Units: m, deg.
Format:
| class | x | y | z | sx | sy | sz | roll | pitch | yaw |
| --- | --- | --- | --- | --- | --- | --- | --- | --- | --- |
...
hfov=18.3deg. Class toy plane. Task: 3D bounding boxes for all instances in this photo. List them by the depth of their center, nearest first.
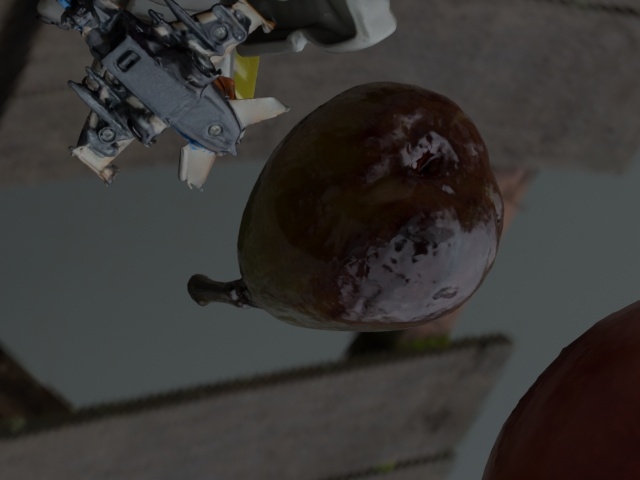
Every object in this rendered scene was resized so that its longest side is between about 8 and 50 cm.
| class | x | y | z | sx | sy | sz | roll | pitch | yaw |
| --- | --- | --- | --- | --- | --- | --- | --- | --- | --- |
| toy plane | -0.104 | -0.102 | 1.080 | 0.135 | 0.062 | 0.188 | -40 | 129 | 12 |

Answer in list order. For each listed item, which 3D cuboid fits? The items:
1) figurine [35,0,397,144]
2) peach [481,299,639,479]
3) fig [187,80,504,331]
| class | x | y | z | sx | sy | sz | roll | pitch | yaw |
| --- | --- | --- | --- | --- | --- | --- | --- | --- | --- |
| figurine | -0.065 | -0.208 | 1.138 | 0.143 | 0.308 | 0.308 | -40 | 153 | -40 |
| peach | 0.179 | 0.131 | 0.814 | 0.281 | 0.238 | 0.281 | -158 | -90 | -88 |
| fig | -0.002 | -0.001 | 1.390 | 0.274 | 0.170 | 0.146 | -27 | 158 | 39 |
